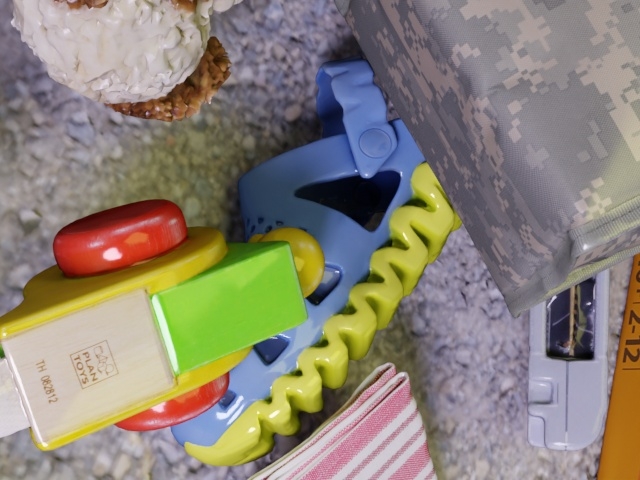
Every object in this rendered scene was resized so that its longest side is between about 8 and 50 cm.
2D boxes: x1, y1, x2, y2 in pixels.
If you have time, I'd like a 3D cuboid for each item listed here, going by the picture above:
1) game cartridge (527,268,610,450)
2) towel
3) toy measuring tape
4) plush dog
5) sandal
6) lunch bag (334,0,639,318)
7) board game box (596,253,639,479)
[{"bbox_3d":[0.177,0.002,0.756,0.060,0.196,0.294,2,80,8],"label":"game cartridge"},{"bbox_3d":[0.024,0.195,0.680,0.144,0.029,0.197,-35,123,-33],"label":"towel"},{"bbox_3d":[-0.147,0.058,0.519,0.330,0.121,0.121,-21,96,-25],"label":"toy measuring tape"},{"bbox_3d":[-0.093,-0.179,0.513,0.210,0.262,0.225,5,74,9],"label":"plush dog"},{"bbox_3d":[0.000,0.000,0.671,0.138,0.126,0.317,34,66,6],"label":"sandal"},{"bbox_3d":[0.185,-0.132,0.590,0.287,0.169,0.235,-26,76,-10],"label":"lunch bag"},{"bbox_3d":[0.490,0.146,0.848,0.356,0.356,0.356,26,70,-31],"label":"board game box"}]
